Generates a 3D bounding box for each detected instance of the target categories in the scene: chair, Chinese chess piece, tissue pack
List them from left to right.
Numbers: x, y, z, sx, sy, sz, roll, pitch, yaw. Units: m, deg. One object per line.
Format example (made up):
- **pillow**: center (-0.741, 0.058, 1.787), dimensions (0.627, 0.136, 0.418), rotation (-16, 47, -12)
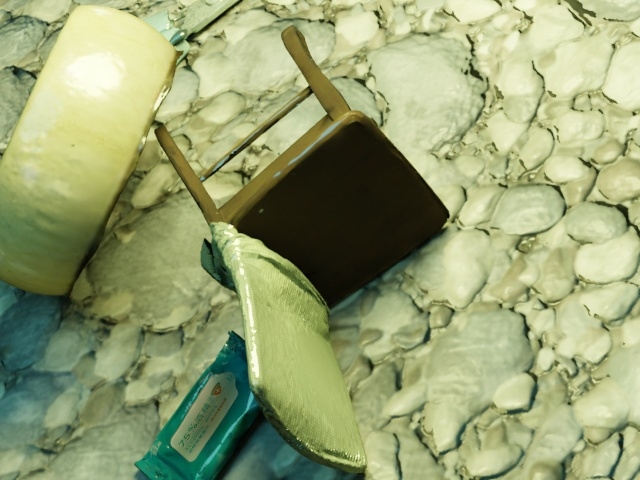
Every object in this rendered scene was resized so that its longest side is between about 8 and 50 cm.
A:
- **Chinese chess piece**: center (-0.214, -0.077, 1.368), dimensions (0.257, 0.104, 0.257), rotation (-156, 90, -82)
- **tissue pack**: center (-0.086, 0.147, 1.268), dimensions (0.138, 0.028, 0.085), rotation (-53, 44, -5)
- **chair**: center (0.000, 0.000, 1.232), dimensions (0.186, 0.160, 0.319), rotation (-36, 43, 6)

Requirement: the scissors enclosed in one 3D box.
- **scissors**: center (-0.130, -0.222, 1.561), dimensions (0.360, 0.029, 0.191), rotation (-37, 45, 4)
